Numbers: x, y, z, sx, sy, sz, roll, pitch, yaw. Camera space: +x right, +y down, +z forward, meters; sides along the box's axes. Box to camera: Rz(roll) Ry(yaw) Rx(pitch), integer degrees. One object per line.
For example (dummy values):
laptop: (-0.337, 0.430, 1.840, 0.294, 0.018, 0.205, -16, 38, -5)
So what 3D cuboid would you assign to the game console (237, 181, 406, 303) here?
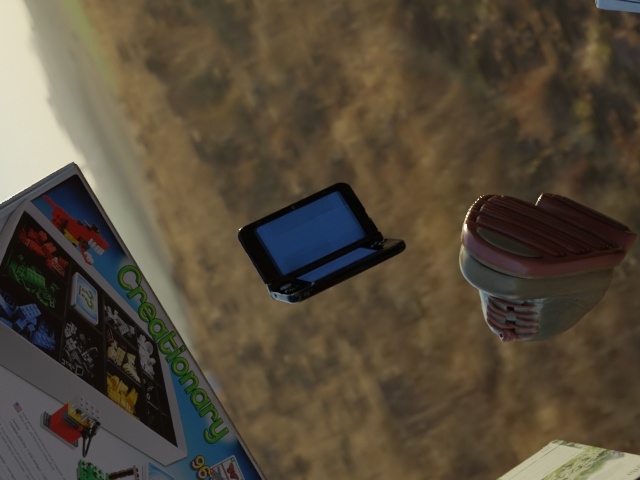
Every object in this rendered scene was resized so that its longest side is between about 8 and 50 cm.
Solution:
game console: (0.000, 0.000, 1.483, 0.071, 0.122, 0.107, 66, 165, -9)

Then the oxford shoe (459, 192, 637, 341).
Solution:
oxford shoe: (0.190, 0.038, 1.388, 0.123, 0.130, 0.348, 28, -168, 21)

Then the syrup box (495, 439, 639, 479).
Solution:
syrup box: (0.278, 0.273, 1.631, 0.096, 0.093, 0.237, 61, 163, -9)

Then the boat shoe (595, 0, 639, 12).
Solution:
boat shoe: (0.450, -0.339, 2.107, 0.065, 0.183, 0.083, -30, -54, -59)

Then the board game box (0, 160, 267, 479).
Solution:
board game box: (-0.173, 0.124, 1.107, 0.053, 0.193, 0.305, -18, 104, 57)
